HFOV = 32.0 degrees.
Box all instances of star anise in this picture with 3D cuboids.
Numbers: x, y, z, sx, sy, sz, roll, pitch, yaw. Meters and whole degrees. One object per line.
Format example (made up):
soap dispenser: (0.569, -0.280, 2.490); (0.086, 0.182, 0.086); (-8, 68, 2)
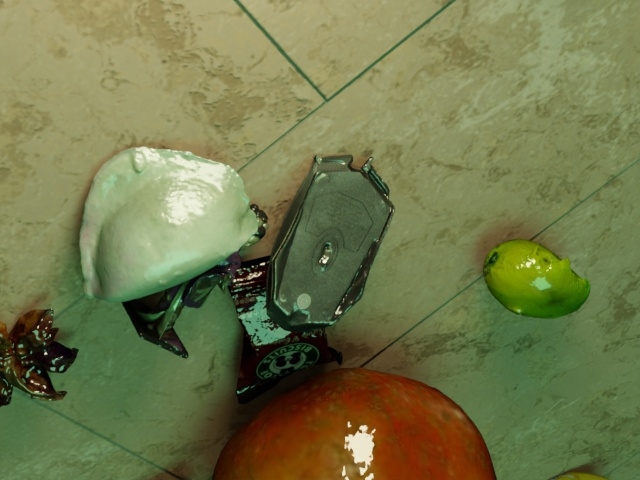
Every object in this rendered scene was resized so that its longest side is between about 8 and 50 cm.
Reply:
star anise: (-0.362, 0.137, 1.303); (0.168, 0.057, 0.168); (-9, 126, -13)

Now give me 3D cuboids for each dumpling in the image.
dumpling: (-0.183, -0.019, 1.232); (0.216, 0.149, 0.105); (-29, 171, 1)

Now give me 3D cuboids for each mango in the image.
mango: (0.297, 0.059, 1.524); (0.178, 0.119, 0.100); (21, 96, -39)

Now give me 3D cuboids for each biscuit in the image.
biscuit: (-0.043, 0.114, 1.442); (0.151, 0.063, 0.235); (-12, 136, -13)

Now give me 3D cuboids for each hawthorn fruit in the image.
hawthorn fruit: (0.049, 0.393, 1.507); (0.403, 0.403, 0.403); (-15, 135, -15)

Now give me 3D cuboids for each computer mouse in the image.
computer mouse: (0.001, 0.000, 1.337); (0.126, 0.071, 0.231); (22, 91, -24)

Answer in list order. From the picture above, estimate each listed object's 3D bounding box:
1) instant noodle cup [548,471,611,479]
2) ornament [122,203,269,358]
instant noodle cup: (0.475, 0.568, 2.053); (0.215, 0.215, 0.236); (-21, 144, -8)
ornament: (-0.135, 0.043, 1.312); (0.203, 0.081, 0.088); (-42, 136, 13)
